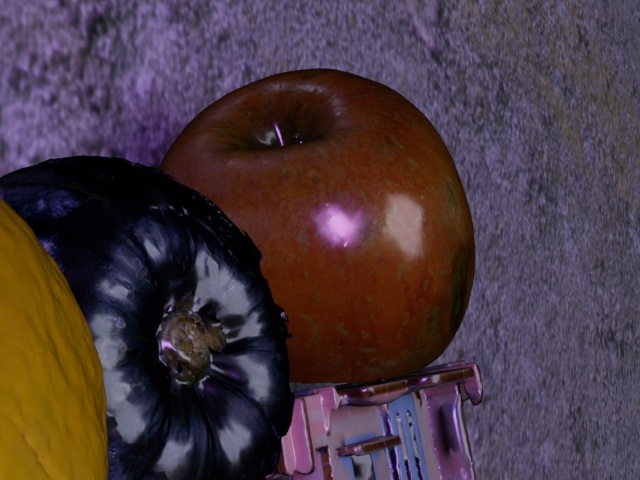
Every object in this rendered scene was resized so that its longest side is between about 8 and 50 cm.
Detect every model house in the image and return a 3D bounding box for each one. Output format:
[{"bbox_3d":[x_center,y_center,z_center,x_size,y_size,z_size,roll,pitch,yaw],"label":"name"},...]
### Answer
[{"bbox_3d":[0.032,0.218,1.130,0.326,0.169,0.244,3,80,-65],"label":"model house"}]

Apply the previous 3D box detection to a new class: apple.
[{"bbox_3d":[0.000,0.000,1.079,0.237,0.237,0.207,-65,144,-50],"label":"apple"}]

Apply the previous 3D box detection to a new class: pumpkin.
[{"bbox_3d":[-0.120,0.067,0.878,0.233,0.163,0.233,22,61,-47],"label":"pumpkin"}]

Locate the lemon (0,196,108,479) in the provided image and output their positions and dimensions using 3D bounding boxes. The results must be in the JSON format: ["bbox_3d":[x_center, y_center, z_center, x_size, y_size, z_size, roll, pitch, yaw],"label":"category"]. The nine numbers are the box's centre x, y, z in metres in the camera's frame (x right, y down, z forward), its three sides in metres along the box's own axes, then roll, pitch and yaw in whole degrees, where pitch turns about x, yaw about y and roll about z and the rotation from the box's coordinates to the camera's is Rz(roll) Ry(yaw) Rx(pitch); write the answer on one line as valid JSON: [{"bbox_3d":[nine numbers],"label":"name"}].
[{"bbox_3d":[-0.211,0.088,0.554,0.297,0.297,0.297,35,50,-55],"label":"lemon"}]
